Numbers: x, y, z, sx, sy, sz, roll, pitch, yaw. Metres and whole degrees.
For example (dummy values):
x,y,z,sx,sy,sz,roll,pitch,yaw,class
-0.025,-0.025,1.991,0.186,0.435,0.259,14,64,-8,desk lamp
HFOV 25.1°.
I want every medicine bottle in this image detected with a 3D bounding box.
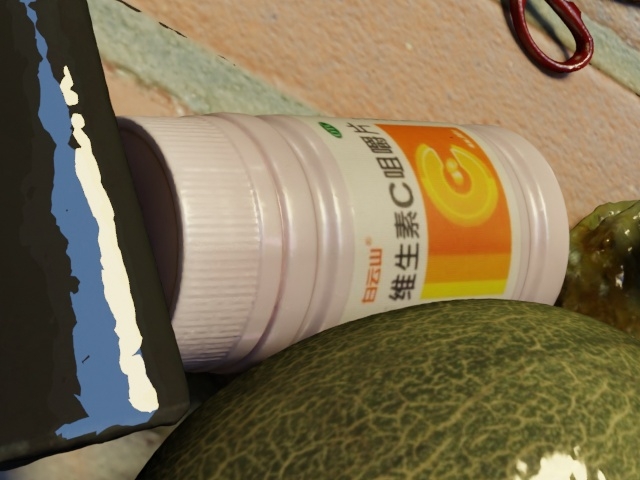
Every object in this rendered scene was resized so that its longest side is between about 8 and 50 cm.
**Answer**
x,y,z,sx,sy,sz,roll,pitch,yaw,class
0.000,0.000,0.747,0.250,0.133,0.133,0,73,-37,medicine bottle

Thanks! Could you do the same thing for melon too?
x,y,z,sx,sy,sz,roll,pitch,yaw,class
0.050,0.148,0.645,0.302,0.237,0.237,-23,88,-17,melon

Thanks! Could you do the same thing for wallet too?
x,y,z,sx,sy,sz,roll,pitch,yaw,class
-0.210,-0.091,0.621,0.228,0.062,0.406,-12,79,-16,wallet

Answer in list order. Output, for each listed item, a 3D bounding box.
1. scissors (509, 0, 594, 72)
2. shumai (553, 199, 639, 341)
x,y,z,sx,sy,sz,roll,pitch,yaw,class
0.117,-0.234,0.973,0.248,0.017,0.144,36,81,-17,scissors
0.272,0.078,0.885,0.222,0.203,0.272,-33,98,-40,shumai
